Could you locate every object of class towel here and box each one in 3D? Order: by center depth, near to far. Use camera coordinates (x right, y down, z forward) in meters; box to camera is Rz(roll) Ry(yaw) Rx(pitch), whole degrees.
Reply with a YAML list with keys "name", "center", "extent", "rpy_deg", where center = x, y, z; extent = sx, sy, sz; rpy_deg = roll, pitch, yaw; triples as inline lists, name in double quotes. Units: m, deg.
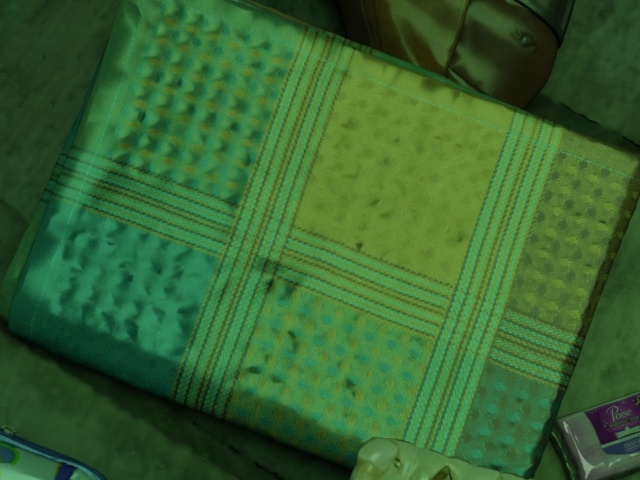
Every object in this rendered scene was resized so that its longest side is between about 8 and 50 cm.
- name: "towel"
  center: [0.000, 0.000, 1.044]
  extent: [0.370, 0.040, 0.271]
  rpy_deg: [21, 81, 6]

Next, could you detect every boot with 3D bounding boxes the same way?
- name: "boot"
  center: [0.019, -0.105, 1.128]
  extent: [0.264, 0.096, 0.280]
  rpy_deg: [24, 77, 1]

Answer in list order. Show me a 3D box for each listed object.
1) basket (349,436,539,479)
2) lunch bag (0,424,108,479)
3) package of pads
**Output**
- name: "basket"
  center: [0.093, 0.315, 0.811]
  extent: [0.266, 0.331, 0.328]
  rpy_deg: [18, 65, 8]
- name: "lunch bag"
  center: [-0.225, 0.216, 0.940]
  extent: [0.176, 0.090, 0.219]
  rpy_deg: [22, 67, 0]
- name: "package of pads"
  center: [0.197, 0.132, 1.055]
  extent: [0.083, 0.032, 0.050]
  rpy_deg: [-17, 71, -13]
